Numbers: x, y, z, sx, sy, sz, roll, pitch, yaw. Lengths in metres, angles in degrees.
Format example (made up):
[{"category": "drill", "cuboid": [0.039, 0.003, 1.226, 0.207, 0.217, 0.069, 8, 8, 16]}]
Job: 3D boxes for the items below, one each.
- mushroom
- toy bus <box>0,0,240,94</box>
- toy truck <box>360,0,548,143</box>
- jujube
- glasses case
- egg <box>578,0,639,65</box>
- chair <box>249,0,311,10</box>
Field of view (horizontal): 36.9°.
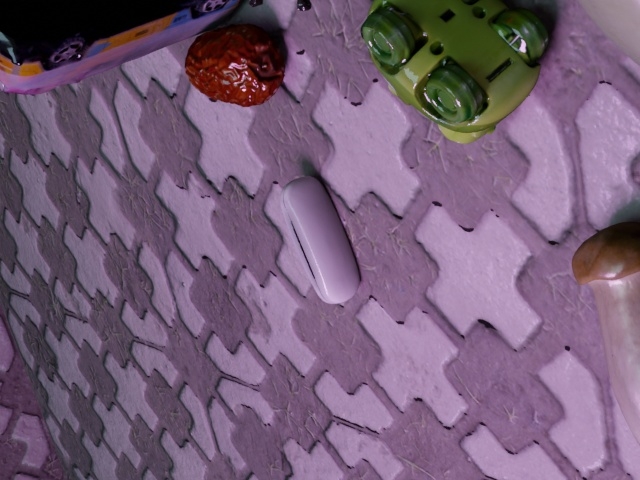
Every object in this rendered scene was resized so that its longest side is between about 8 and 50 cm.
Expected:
[{"category": "mushroom", "cuboid": [0.371, 0.146, 0.998, 0.128, 0.128, 0.350, -28, 86, 55]}, {"category": "toy bus", "cuboid": [-0.289, -0.315, 1.288, 0.171, 0.386, 0.162, 56, 149, 9]}, {"category": "toy truck", "cuboid": [0.145, -0.187, 1.049, 0.187, 0.148, 0.210, 40, 163, 26]}, {"category": "jujube", "cuboid": [-0.123, -0.250, 1.367, 0.176, 0.109, 0.112, 14, 92, 54]}, {"category": "glasses case", "cuboid": [0.000, 0.000, 1.402, 0.049, 0.074, 0.193, -14, 103, 51]}, {"category": "egg", "cuboid": [0.298, -0.242, 0.742, 0.218, 0.218, 0.295, -4, 123, 53]}, {"category": "chair", "cuboid": [-0.036, -0.405, 1.147, 0.106, 0.113, 0.229, 17, 129, 43]}]
